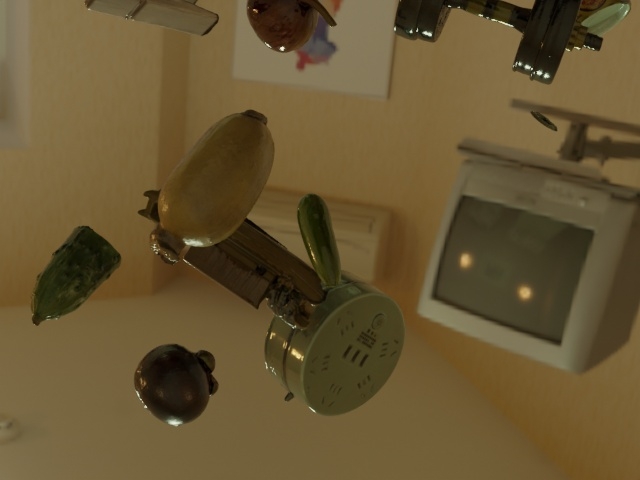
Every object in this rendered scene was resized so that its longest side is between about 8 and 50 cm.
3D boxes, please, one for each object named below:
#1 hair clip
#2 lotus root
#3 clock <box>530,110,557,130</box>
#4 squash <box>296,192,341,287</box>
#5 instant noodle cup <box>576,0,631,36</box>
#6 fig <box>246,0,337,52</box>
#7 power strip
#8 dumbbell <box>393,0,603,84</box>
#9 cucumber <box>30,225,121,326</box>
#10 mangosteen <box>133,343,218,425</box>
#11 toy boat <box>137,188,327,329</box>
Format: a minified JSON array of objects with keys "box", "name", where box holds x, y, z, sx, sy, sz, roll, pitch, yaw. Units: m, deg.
[{"box":[-0.358,-0.500,1.983,0.085,0.101,0.330,-33,162,33],"name":"hair clip"},{"box":[-0.174,-0.093,1.588,0.146,0.303,0.131,41,165,-23],"name":"lotus root"},{"box":[0.525,-0.282,2.236,0.083,0.010,0.074,2,-139,-52],"name":"clock"},{"box":[0.000,0.000,1.835,0.066,0.201,0.066,-14,159,-6],"name":"squash"},{"box":[0.506,-0.474,1.835,0.182,0.144,0.182,-23,167,-6],"name":"instant noodle cup"},{"box":[-0.064,-0.524,2.126,0.175,0.175,0.207,-7,174,-35],"name":"fig"},{"box":[0.034,0.261,2.337,0.357,0.358,0.161,-8,-153,-39],"name":"power strip"},{"box":[0.285,-0.390,1.596,0.388,0.185,0.185,21,-161,8],"name":"dumbbell"},{"box":[-0.543,0.091,2.034,0.134,0.134,0.244,13,-133,23],"name":"cucumber"},{"box":[-0.250,0.248,1.676,0.152,0.152,0.152,5,-163,-2],"name":"mangosteen"},{"box":[-0.192,0.036,2.002,0.445,0.136,0.162,36,-132,8],"name":"toy boat"}]
